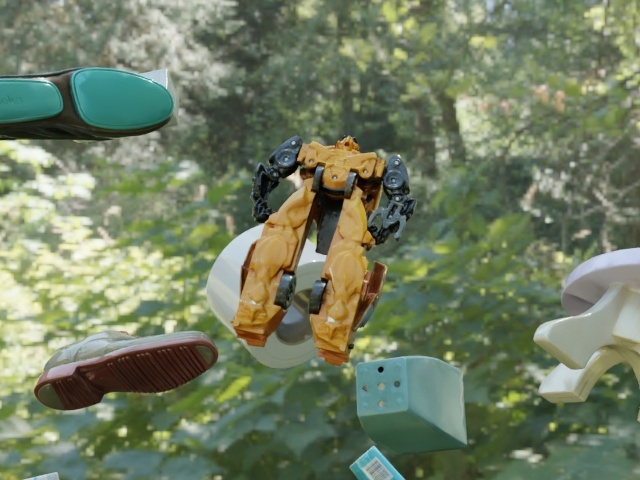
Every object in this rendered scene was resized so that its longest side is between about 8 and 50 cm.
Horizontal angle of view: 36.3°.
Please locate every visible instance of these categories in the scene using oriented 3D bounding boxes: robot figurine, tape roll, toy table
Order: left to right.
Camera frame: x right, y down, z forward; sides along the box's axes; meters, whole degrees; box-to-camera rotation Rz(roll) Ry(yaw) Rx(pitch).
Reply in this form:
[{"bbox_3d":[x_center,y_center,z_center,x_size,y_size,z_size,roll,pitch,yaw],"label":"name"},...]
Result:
[{"bbox_3d":[-0.082,0.111,1.947,0.246,0.246,0.169,6,24,-41],"label":"tape roll"},{"bbox_3d":[0.000,0.000,1.213,0.211,0.291,0.085,13,-26,10],"label":"robot figurine"},{"bbox_3d":[0.391,0.125,1.219,0.252,0.161,0.274,32,-24,-6],"label":"toy table"}]

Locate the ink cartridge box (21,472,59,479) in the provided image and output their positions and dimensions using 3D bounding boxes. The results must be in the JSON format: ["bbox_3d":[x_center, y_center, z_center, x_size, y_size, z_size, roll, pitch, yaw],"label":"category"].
[{"bbox_3d":[-0.451,0.393,1.313,0.209,0.109,0.062,-9,-16,-21],"label":"ink cartridge box"}]

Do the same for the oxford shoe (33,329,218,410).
[{"bbox_3d":[-0.347,0.200,1.746,0.348,0.130,0.123,-12,-49,12],"label":"oxford shoe"}]

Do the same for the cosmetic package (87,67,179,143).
[{"bbox_3d":[-0.480,-0.334,2.419,0.238,0.127,0.107,-12,-44,6],"label":"cosmetic package"}]

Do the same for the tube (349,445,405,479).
[{"bbox_3d":[0.130,0.413,1.504,0.080,0.207,0.052,-45,-13,19],"label":"tube"}]

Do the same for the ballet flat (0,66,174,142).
[{"bbox_3d":[-0.325,-0.166,1.222,0.280,0.095,0.096,-3,-13,-36],"label":"ballet flat"}]

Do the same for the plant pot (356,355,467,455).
[{"bbox_3d":[0.167,0.316,1.924,0.165,0.166,0.234,-12,-25,25],"label":"plant pot"}]
